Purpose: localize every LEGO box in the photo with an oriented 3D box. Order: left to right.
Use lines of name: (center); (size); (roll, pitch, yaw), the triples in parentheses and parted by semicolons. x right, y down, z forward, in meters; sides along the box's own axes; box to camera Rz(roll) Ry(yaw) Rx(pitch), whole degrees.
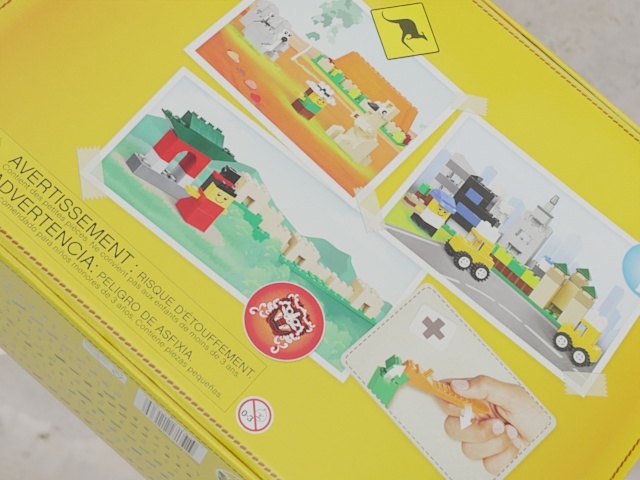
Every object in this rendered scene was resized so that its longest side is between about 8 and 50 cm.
LEGO box: (0.000, 0.000, 0.906); (0.372, 0.500, 0.193); (-46, -5, -26)

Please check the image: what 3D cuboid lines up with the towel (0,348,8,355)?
towel: (-0.261, -0.011, 1.247); (0.037, 0.329, 0.237); (-32, 64, 57)
